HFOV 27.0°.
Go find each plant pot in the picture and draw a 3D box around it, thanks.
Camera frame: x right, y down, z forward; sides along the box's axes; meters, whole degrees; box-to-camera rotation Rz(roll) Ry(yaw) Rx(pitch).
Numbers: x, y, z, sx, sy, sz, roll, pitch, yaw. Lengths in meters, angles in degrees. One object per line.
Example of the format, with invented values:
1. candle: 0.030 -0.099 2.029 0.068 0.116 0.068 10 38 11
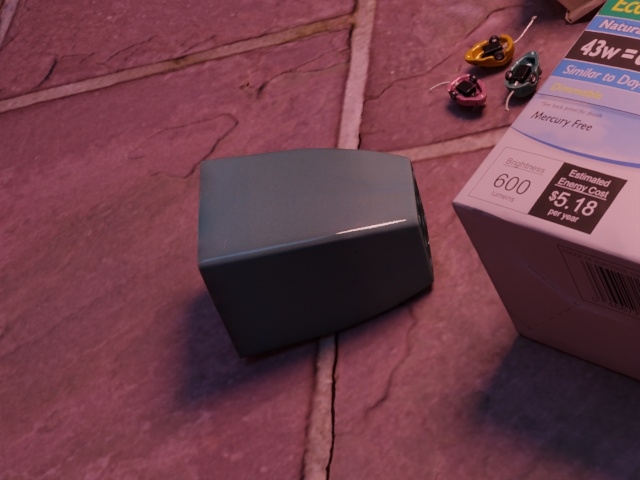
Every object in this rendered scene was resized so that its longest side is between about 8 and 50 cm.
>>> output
1. plant pot: 0.000 0.000 1.480 0.234 0.165 0.166 -11 46 9

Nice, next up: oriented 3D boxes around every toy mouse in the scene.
1. toy mouse: 0.215 -0.192 1.629 0.161 0.031 0.143 -24 43 7

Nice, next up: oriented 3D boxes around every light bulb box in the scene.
1. light bulb box: 0.389 -0.052 1.263 0.358 0.225 0.361 20 63 40

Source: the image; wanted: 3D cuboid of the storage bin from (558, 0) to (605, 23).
1. storage bin: 0.377 -0.450 1.634 0.260 0.123 0.262 -30 33 45
